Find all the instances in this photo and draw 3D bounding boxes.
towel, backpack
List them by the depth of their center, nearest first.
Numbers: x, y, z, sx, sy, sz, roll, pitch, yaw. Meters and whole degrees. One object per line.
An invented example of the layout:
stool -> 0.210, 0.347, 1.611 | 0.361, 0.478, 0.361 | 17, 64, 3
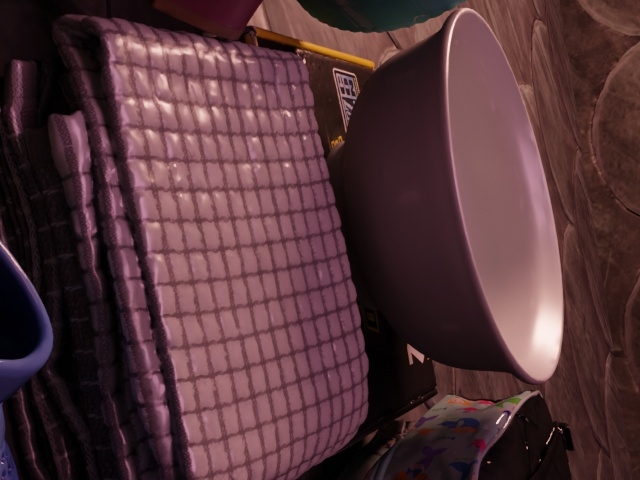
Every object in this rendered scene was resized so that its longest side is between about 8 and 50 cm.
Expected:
towel -> -0.087, 0.019, 0.659 | 0.235, 0.121, 0.283 | -10, 87, -62
backpack -> 0.115, 0.256, 0.906 | 0.253, 0.191, 0.225 | -33, 113, -68

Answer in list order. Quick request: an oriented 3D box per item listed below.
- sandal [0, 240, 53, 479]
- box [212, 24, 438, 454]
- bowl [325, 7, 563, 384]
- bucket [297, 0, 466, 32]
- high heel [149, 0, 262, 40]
sandal -> -0.162, 0.041, 0.396 | 0.317, 0.138, 0.126 | 83, 12, -47
box -> 0.000, 0.000, 0.912 | 0.257, 0.079, 0.322 | -5, 84, -68
bowl -> 0.091, -0.023, 0.864 | 0.298, 0.134, 0.298 | 41, 42, -53
bucket -> 0.037, -0.307, 0.819 | 0.183, 0.281, 0.281 | 43, 42, -49
high heel -> -0.127, -0.239, 0.527 | 0.377, 0.181, 0.127 | 13, 32, -49
